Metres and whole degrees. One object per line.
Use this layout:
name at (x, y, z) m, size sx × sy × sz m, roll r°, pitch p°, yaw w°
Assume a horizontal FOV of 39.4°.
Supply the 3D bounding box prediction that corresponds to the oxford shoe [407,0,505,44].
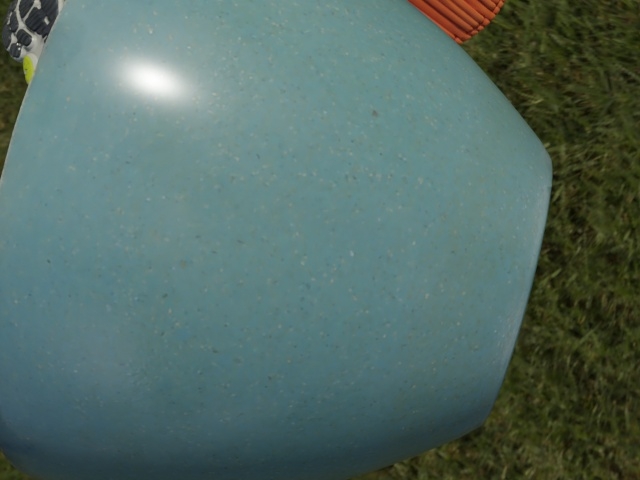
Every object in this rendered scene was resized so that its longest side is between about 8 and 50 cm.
oxford shoe at (0.099, -0.266, 1.045) m, size 0.130 × 0.132 × 0.363 m, roll 36°, pitch 101°, yaw -28°

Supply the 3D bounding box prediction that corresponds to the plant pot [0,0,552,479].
plant pot at (0.000, 0.000, 0.440) m, size 0.195 × 0.290 × 0.290 m, roll 15°, pitch 107°, yaw 7°

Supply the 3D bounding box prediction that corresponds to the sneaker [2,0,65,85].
sneaker at (-0.284, -0.214, 1.020) m, size 0.107 × 0.110 × 0.275 m, roll -39°, pitch 59°, yaw 23°
